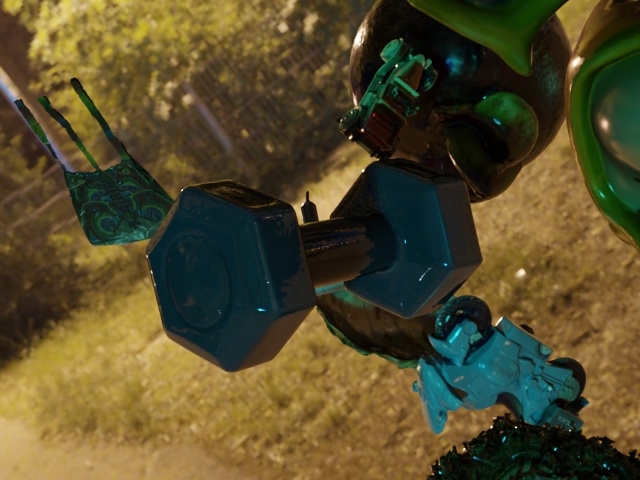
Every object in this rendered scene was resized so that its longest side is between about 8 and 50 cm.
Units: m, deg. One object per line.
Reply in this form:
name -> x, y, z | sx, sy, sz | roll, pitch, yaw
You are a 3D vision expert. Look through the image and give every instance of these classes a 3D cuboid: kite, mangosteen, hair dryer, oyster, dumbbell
kite -> -0.287, -0.096, 1.412 | 0.152, 0.285, 0.015 | -13, 46, 14
mangosteen -> 0.180, -0.196, 1.460 | 0.306, 0.306, 0.360 | -25, 36, 45
hair dryer -> 0.000, 0.000, 1.164 | 0.063, 0.114, 0.037 | -15, -13, 14
oyster -> 0.146, 0.151, 1.696 | 0.111, 0.396, 0.204 | -47, 44, 31
dumbbell -> 0.004, 0.012, 0.985 | 0.144, 0.160, 0.325 | -17, -5, 43

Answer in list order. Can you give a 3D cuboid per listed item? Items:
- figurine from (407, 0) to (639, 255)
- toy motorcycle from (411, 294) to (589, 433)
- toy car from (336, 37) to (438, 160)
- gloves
figurine -> 0.269, -0.187, 0.751 | 0.268, 0.387, 0.401 | 15, 39, 37
toy motorcycle -> 0.232, 0.196, 1.449 | 0.182, 0.272, 0.123 | -56, 24, 8
toy car -> 0.082, -0.161, 1.245 | 0.143, 0.073, 0.054 | -59, 20, -19
gloves -> 0.224, 0.266, 0.891 | 0.135, 0.312, 0.210 | 6, -64, -56
